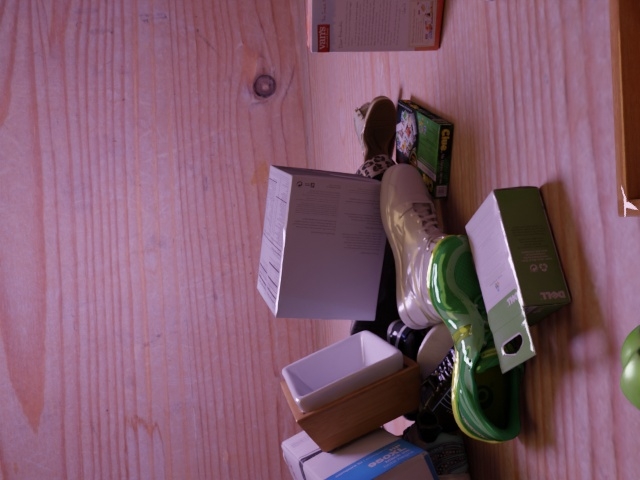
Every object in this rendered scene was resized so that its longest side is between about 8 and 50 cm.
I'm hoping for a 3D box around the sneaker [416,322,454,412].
[{"bbox_3d":[0.211,0.215,1.075,0.094,0.080,0.212,-66,-15,-58],"label":"sneaker"}]

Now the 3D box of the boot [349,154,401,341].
[{"bbox_3d":[0.126,0.027,1.312,0.377,0.138,0.284,100,163,-45],"label":"boot"}]

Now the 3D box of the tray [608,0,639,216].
[{"bbox_3d":[0.300,-0.118,0.286,0.411,0.076,0.203,-173,80,-81],"label":"tray"}]

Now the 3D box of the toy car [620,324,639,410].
[{"bbox_3d":[0.299,0.152,0.471,0.225,0.053,0.239,-107,15,-56],"label":"toy car"}]

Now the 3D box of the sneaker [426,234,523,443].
[{"bbox_3d":[0.229,0.133,0.828,0.123,0.109,0.295,161,98,-75],"label":"sneaker"}]

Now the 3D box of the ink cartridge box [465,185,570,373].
[{"bbox_3d":[0.248,0.050,0.747,0.109,0.062,0.209,105,160,-65],"label":"ink cartridge box"}]

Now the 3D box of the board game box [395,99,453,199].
[{"bbox_3d":[0.193,-0.183,1.151,0.260,0.030,0.136,-112,22,-65],"label":"board game box"}]

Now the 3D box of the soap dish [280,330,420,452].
[{"bbox_3d":[0.051,0.278,1.138,0.291,0.229,0.118,175,72,-81],"label":"soap dish"}]

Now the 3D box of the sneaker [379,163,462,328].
[{"bbox_3d":[0.190,-0.009,0.988,0.169,0.108,0.292,-30,66,62],"label":"sneaker"}]

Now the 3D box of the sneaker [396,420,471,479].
[{"bbox_3d":[0.204,0.392,1.132,0.283,0.110,0.122,159,114,-72],"label":"sneaker"}]

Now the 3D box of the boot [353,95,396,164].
[{"bbox_3d":[0.124,-0.284,1.419,0.213,0.077,0.165,91,173,-48],"label":"boot"}]

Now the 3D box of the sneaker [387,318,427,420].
[{"bbox_3d":[0.189,0.273,1.207,0.121,0.079,0.217,-178,78,-73],"label":"sneaker"}]

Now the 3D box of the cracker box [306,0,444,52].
[{"bbox_3d":[0.092,-0.410,1.027,0.067,0.232,0.156,-108,17,-58],"label":"cracker box"}]

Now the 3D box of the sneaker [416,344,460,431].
[{"bbox_3d":[0.213,0.233,0.968,0.081,0.090,0.232,-105,14,-54],"label":"sneaker"}]

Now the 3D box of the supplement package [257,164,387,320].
[{"bbox_3d":[0.000,0.000,1.169,0.198,0.199,0.263,-144,59,-69],"label":"supplement package"}]

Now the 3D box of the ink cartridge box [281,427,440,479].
[{"bbox_3d":[0.092,0.487,1.049,0.285,0.166,0.395,67,163,-1],"label":"ink cartridge box"}]
